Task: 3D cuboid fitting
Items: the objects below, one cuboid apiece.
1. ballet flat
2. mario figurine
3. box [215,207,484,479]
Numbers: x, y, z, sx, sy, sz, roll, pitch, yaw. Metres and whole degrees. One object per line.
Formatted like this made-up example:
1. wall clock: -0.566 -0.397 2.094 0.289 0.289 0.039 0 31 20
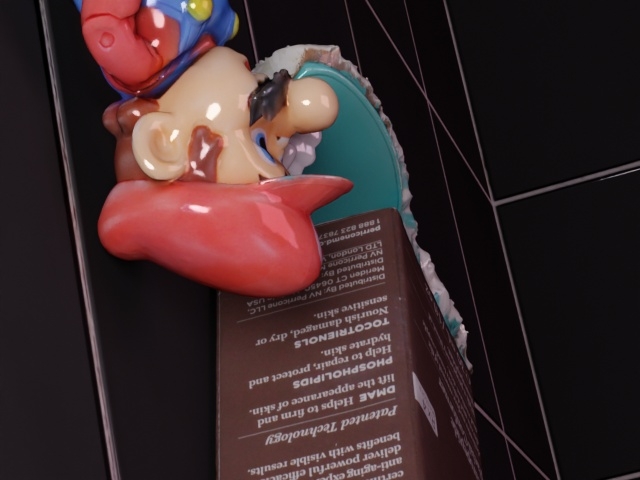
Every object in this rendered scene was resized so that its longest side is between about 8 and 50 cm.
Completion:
1. ballet flat: 0.000 0.000 1.365 0.147 0.147 0.409 -94 167 -45
2. mario figurine: -0.061 -0.123 1.027 0.198 0.170 0.321 -16 81 -44
3. box: 0.026 0.181 1.145 0.381 0.143 0.191 -91 162 -45
